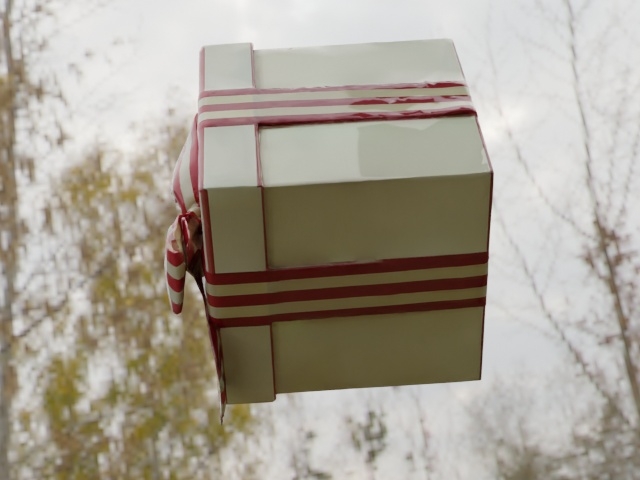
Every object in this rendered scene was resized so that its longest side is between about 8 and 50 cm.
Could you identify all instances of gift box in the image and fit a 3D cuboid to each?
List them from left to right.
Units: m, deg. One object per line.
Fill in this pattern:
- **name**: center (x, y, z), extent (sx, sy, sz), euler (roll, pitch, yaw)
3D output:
- **gift box**: center (0.000, 0.000, 1.156), extent (0.258, 0.255, 0.276), euler (-2, -58, -3)
